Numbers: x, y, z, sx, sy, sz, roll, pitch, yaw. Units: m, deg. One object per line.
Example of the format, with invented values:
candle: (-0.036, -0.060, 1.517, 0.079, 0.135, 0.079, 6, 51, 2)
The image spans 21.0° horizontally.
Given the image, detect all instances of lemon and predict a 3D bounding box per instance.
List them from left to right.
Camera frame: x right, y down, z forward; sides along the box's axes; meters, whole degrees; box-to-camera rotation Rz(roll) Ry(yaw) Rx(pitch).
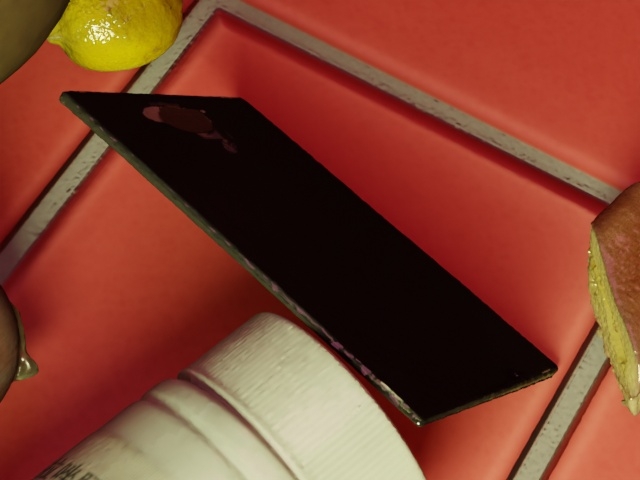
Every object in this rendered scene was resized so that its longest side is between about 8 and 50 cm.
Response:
lemon: (-0.158, -0.169, 1.317, 0.111, 0.082, 0.082, -18, 63, -14)

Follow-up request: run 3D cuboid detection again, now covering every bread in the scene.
bread: (0.247, 0.020, 1.240, 0.192, 0.067, 0.119, -40, 77, -21)

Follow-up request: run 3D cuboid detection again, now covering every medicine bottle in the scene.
medicine bottle: (-0.100, 0.206, 1.040, 0.332, 0.190, 0.190, -38, 69, -22)

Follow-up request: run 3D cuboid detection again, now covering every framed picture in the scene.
framed picture: (0.000, 0.000, 1.170, 0.324, 0.244, 0.013, 41, 109, 19)

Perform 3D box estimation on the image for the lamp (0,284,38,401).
lamp: (-0.287, 0.091, 1.121, 0.151, 0.215, 0.223, 22, 37, 25)

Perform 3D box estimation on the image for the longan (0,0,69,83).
longan: (-0.292, -0.218, 1.204, 0.243, 0.300, 0.300, 16, 60, 8)
